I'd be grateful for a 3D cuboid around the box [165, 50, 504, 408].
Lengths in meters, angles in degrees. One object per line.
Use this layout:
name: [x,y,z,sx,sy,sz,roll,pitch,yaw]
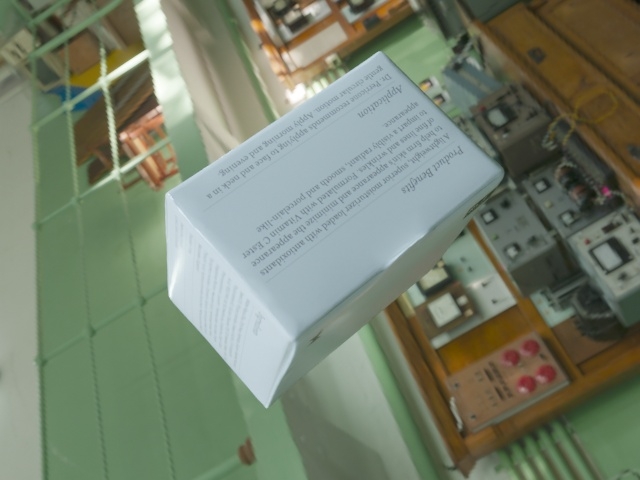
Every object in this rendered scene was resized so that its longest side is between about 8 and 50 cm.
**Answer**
box: [0.000,0.000,0.541,0.119,0.181,0.182,48,157,12]
